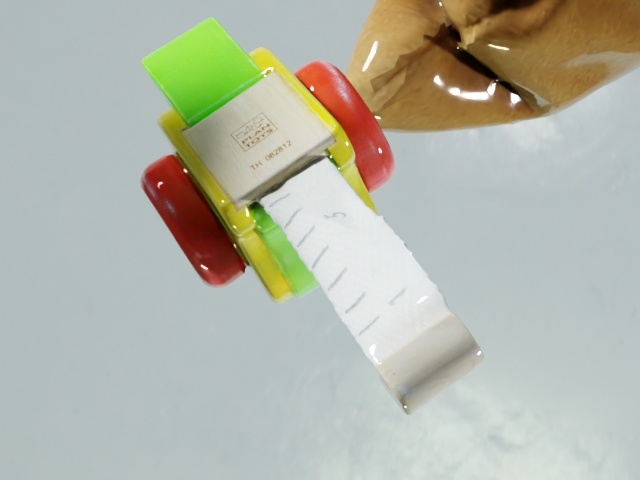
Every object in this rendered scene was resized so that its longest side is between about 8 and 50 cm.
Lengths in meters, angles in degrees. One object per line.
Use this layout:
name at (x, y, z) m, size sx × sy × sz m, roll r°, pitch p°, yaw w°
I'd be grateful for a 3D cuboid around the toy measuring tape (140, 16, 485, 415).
toy measuring tape at (0.000, 0.000, 0.760) m, size 0.121 × 0.330 × 0.121 m, roll -12°, pitch 122°, yaw -19°

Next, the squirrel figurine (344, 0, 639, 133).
squirrel figurine at (0.219, -0.216, 0.830) m, size 0.397 × 0.370 × 0.281 m, roll 4°, pitch 78°, yaw -26°
